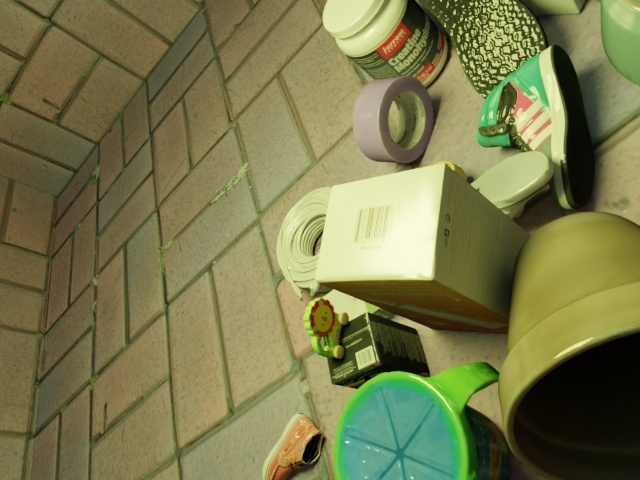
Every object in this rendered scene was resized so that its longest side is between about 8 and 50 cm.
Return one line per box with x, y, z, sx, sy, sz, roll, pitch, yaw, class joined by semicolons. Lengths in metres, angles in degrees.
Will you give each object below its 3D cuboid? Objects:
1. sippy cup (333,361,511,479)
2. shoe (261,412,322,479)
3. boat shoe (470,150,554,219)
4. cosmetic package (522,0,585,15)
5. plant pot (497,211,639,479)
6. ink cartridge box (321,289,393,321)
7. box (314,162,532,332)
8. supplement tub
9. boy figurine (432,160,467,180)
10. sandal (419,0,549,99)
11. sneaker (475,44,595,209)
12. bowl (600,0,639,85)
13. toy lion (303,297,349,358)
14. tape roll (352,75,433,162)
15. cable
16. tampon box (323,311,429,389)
0.178;0.340;0.787;0.305;0.224;0.240;-28;54;34;sippy cup
-0.061;0.472;1.083;0.081;0.063;0.178;23;83;53;shoe
0.324;-0.074;0.908;0.258;0.084;0.095;-31;38;56;boat shoe
0.454;-0.605;0.972;0.138;0.224;0.225;28;92;49;cosmetic package
0.379;0.117;0.652;0.323;0.323;0.280;-37;25;27;plant pot
0.091;0.137;1.096;0.209;0.062;0.109;-39;48;25;ink cartridge box
0.193;0.035;0.830;0.215;0.345;0.168;-6;67;44;box
0.156;-0.486;1.179;0.191;0.272;0.191;-22;57;37;supplement tub
0.173;-0.071;1.052;0.285;0.092;0.177;-23;55;17;boy figurine
0.343;-0.470;1.052;0.167;0.107;0.446;-42;70;43;sandal
0.380;-0.186;0.922;0.178;0.123;0.296;-18;70;51;sneaker
0.566;-0.401;0.758;0.311;0.163;0.312;-10;76;47;bowl
0.006;0.157;0.903;0.034;0.096;0.100;-9;65;44;toy lion
0.166;-0.270;1.126;0.080;0.189;0.189;13;80;47;tape roll
0.000;0.000;1.238;0.257;0.089;0.257;-52;43;12;cable
0.107;0.222;0.964;0.120;0.161;0.101;-35;49;31;tampon box
